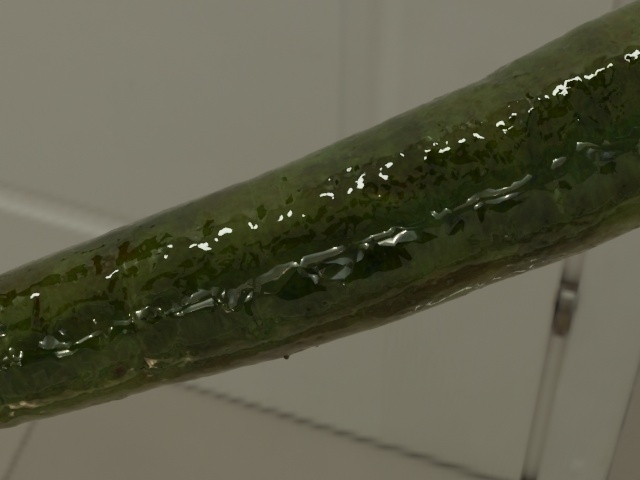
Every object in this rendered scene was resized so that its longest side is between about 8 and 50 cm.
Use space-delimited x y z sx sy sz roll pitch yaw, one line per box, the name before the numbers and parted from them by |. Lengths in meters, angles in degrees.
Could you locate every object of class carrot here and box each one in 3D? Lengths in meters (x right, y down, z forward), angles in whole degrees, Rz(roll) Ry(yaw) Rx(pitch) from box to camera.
carrot | 0.000 0.000 0.635 0.358 0.074 0.074 -22 57 2
